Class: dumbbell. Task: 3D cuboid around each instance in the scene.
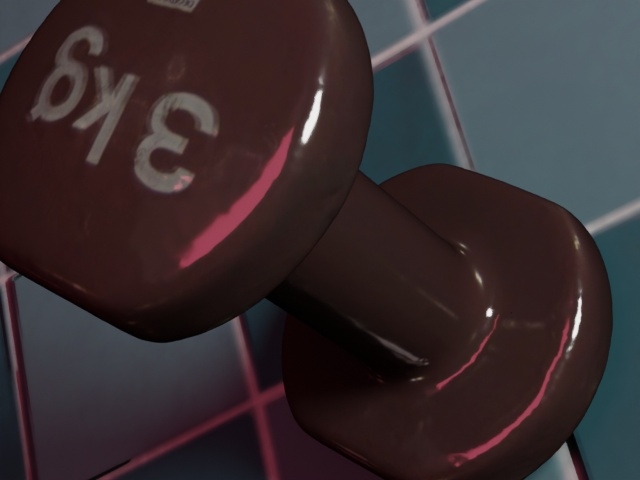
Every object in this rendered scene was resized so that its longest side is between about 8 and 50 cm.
[{"bbox_3d":[0.000,0.000,0.603,0.140,0.225,0.124,24,83,41],"label":"dumbbell"}]
